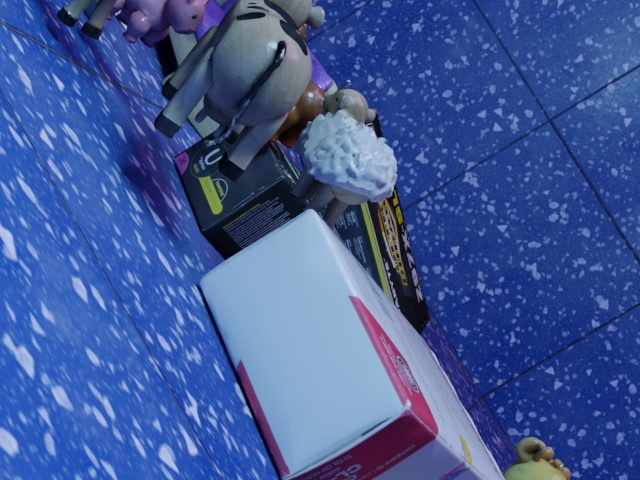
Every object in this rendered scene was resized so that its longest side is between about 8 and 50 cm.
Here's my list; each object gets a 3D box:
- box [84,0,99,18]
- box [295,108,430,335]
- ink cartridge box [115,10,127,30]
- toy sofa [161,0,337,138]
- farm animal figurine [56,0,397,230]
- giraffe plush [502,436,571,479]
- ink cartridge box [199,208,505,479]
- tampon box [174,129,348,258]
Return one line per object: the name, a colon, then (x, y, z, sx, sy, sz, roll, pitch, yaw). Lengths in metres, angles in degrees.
box: (-0.275, -0.368, 1.486, 0.232, 0.059, 0.183, 56, 17, -20)
box: (0.063, -0.012, 1.884, 0.257, 0.079, 0.322, -36, 112, -78)
ink cartridge box: (-0.226, -0.275, 1.657, 0.048, 0.028, 0.083, 55, 8, -22)
toy sofa: (-0.122, -0.277, 1.804, 0.150, 0.177, 0.362, 54, 9, -36)
farm animal figurine: (-0.084, -0.195, 1.246, 0.330, 0.172, 0.326, 28, 20, -32)
giraffe plush: (0.232, 0.334, 1.642, 0.210, 0.170, 0.181, 62, 8, 30)
ink cartridge box: (0.040, 0.145, 1.257, 0.306, 0.131, 0.226, 50, 10, -54)
tampon box: (-0.061, -0.032, 1.446, 0.161, 0.101, 0.120, 51, 9, -45)
